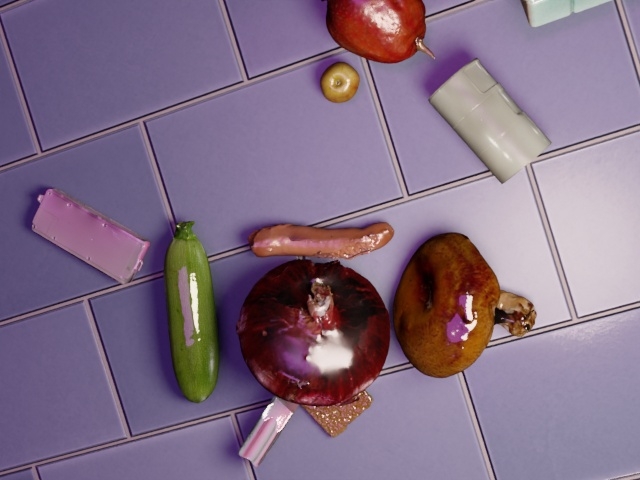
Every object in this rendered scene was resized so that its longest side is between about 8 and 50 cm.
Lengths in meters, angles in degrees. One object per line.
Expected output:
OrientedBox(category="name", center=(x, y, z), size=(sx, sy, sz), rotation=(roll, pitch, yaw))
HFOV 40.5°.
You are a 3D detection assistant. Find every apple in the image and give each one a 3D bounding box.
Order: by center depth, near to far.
OrientedBox(category="apple", center=(0.038, -0.319, 1.750), size=(0.084, 0.071, 0.083), rotation=(1, 95, 12))

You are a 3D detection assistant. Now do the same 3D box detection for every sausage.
OrientedBox(category="sausage", center=(0.000, 0.000, 1.784), size=(0.305, 0.078, 0.078), rotation=(-1, 94, 8))

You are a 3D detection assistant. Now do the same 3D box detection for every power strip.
OrientedBox(category="power strip", center=(-0.506, -0.010, 1.901), size=(0.279, 0.037, 0.109), rotation=(29, 100, 7))

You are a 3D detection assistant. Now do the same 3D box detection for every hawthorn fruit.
OrientedBox(category="hawthorn fruit", center=(0.123, -0.435, 1.677), size=(0.251, 0.189, 0.189), rotation=(31, 100, -6))

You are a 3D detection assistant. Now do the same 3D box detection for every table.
OrientedBox(category="table", center=(0.325, -0.230, 1.672), size=(0.126, 0.126, 0.220), rotation=(-40, 86, 12))

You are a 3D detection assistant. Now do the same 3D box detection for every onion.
OrientedBox(category="onion", center=(-0.006, 0.175, 1.700), size=(0.314, 0.232, 0.313), rotation=(4, 67, -9))

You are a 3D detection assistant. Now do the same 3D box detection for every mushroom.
OrientedBox(category="mushroom", center=(0.254, 0.142, 1.693), size=(0.267, 0.267, 0.254), rotation=(-36, 121, 12))

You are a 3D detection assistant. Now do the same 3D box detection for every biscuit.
OrientedBox(category="biscuit", center=(-0.006, 0.296, 1.832), size=(0.131, 0.025, 0.231), rotation=(-44, 85, 12))

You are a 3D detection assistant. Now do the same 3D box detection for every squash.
OrientedBox(category="squash", center=(-0.274, 0.156, 1.835), size=(0.107, 0.107, 0.394), rotation=(-4, 93, 12))

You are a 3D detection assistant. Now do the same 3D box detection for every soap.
OrientedBox(category="soap", center=(-0.105, 0.390, 1.822), size=(0.056, 0.100, 0.149), rotation=(33, 99, 5))

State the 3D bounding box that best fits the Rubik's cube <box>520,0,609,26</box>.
OrientedBox(category="Rubik's cube", center=(0.457, -0.611, 1.484), size=(0.322, 0.316, 0.318), rotation=(-18, 73, 13))
